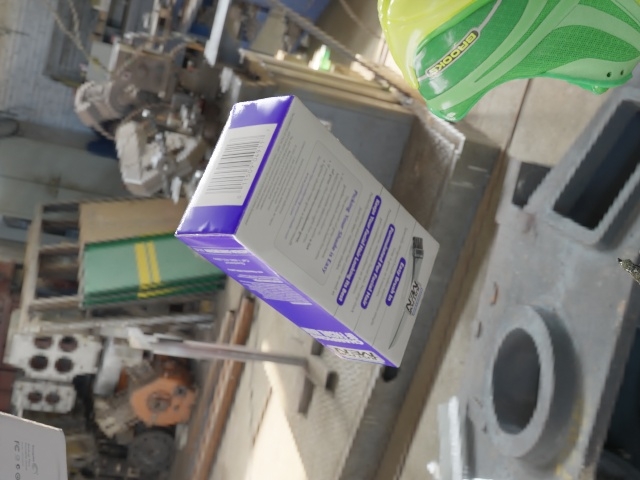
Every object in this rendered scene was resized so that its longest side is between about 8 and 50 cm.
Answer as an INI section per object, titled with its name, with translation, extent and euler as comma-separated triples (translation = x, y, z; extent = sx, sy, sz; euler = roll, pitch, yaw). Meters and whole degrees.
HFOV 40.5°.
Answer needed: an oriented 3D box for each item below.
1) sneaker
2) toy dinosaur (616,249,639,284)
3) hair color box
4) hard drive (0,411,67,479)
[sneaker]
translation = 0.181, -0.165, 0.560
extent = 0.109, 0.296, 0.123
euler = -116, 6, -58
[toy dinosaur]
translation = 0.269, 0.030, 0.620
extent = 0.064, 0.118, 0.268
euler = -10, 32, 38
[hair color box]
translation = 0.000, 0.000, 1.054
extent = 0.110, 0.339, 0.185
euler = 0, 60, 43
[hard drive]
translation = -0.378, 0.279, 0.927
extent = 0.318, 0.040, 0.210
euler = 47, -152, -60
